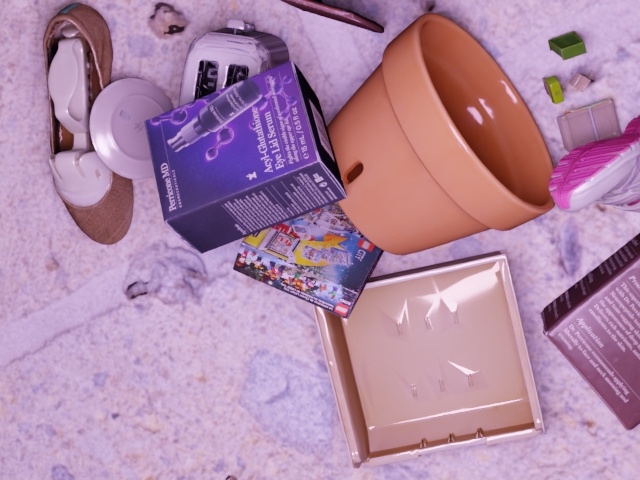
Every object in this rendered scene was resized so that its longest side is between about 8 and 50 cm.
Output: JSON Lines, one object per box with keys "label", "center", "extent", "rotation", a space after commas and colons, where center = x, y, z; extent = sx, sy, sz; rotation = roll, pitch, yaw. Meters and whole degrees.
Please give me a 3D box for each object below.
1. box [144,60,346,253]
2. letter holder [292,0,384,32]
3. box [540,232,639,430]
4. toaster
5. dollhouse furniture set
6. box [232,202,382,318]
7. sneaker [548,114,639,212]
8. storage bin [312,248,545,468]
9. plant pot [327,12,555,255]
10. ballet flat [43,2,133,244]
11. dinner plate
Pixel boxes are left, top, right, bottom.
{"label": "box", "center": [-0.093, -0.098, 1.447], "extent": [0.207, 0.108, 0.153], "rotation": [-22, 62, 10]}
{"label": "letter holder", "center": [0.071, -0.336, 1.473], "extent": [0.214, 0.302, 0.152], "rotation": [20, 99, 6]}
{"label": "box", "center": [0.416, 0.106, 1.537], "extent": [0.203, 0.167, 0.168], "rotation": [-40, 89, 11]}
{"label": "toaster", "center": [-0.121, -0.182, 1.601], "extent": [0.129, 0.146, 0.227], "rotation": [11, 98, 9]}
{"label": "dollhouse furniture set", "center": [0.343, -0.196, 1.588], "extent": [0.076, 0.058, 0.151], "rotation": [-20, 112, 3]}
{"label": "box", "center": [0.000, 0.000, 1.560], "extent": [0.159, 0.233, 0.044], "rotation": [24, 121, 6]}
{"label": "sneaker", "center": [0.398, -0.082, 1.508], "extent": [0.252, 0.103, 0.111], "rotation": [-26, 104, -27]}
{"label": "storage bin", "center": [0.150, 0.164, 1.610], "extent": [0.262, 0.123, 0.260], "rotation": [-13, 94, 10]}
{"label": "plant pot", "center": [0.137, -0.114, 1.518], "extent": [0.203, 0.291, 0.291], "rotation": [-33, 91, 29]}
{"label": "ballet flat", "center": [-0.333, -0.158, 1.649], "extent": [0.116, 0.124, 0.342], "rotation": [-1, 97, 11]}
{"label": "dinner plate", "center": [-0.252, -0.155, 1.642], "extent": [0.017, 0.141, 0.141], "rotation": [-7, 97, 53]}
